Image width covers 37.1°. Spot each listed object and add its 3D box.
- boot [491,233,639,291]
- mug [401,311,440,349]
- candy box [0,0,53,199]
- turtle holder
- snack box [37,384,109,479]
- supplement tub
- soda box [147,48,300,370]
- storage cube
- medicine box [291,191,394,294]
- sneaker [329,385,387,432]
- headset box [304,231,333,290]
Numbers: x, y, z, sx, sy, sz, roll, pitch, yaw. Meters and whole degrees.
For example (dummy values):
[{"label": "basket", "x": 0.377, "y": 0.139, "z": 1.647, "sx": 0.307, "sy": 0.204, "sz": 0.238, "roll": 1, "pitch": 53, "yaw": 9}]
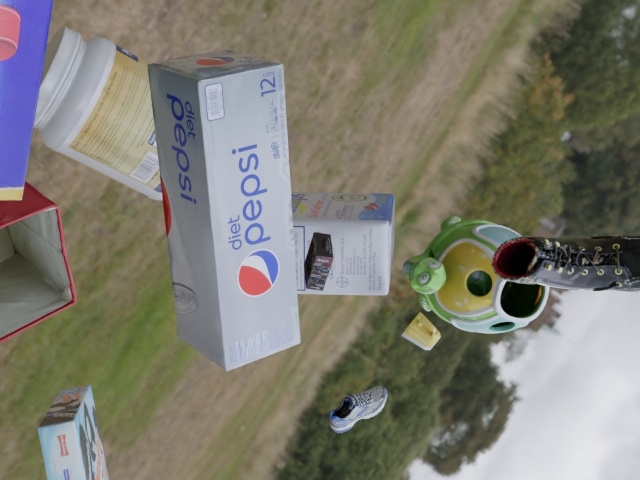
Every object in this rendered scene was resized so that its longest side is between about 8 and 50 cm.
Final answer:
[{"label": "boot", "x": 0.387, "y": 0.031, "z": 1.388, "sx": 0.179, "sy": 0.085, "sz": 0.236, "roll": 6, "pitch": 169, "yaw": -40}, {"label": "mug", "x": 0.205, "y": 0.187, "z": 1.915, "sx": 0.062, "sy": 0.064, "sz": 0.078, "roll": -52, "pitch": 171, "yaw": 7}, {"label": "candy box", "x": -0.366, "y": -0.164, "z": 0.761, "sx": 0.268, "sy": 0.122, "sz": 0.317, "roll": -2, "pitch": 150, "yaw": -24}, {"label": "turtle holder", "x": 0.332, "y": 0.067, "z": 1.992, "sx": 0.243, "sy": 0.320, "sz": 0.227, "roll": -53, "pitch": -150, "yaw": -5}, {"label": "snack box", "x": -0.394, "y": 0.355, "z": 1.548, "sx": 0.060, "sy": 0.187, "sz": 0.322, "roll": -10, "pitch": -177, "yaw": -9}, {"label": "supplement tub", "x": -0.380, "y": -0.235, "z": 1.776, "sx": 0.228, "sy": 0.316, "sz": 0.228, "roll": -42, "pitch": -147, "yaw": 35}, {"label": "soda box", "x": -0.089, "y": -0.029, "z": 0.904, "sx": 0.091, "sy": 0.098, "sz": 0.286, "roll": -19, "pitch": 118, "yaw": -33}, {"label": "storage cube", "x": -0.495, "y": 0.018, "z": 1.371, "sx": 0.215, "sy": 0.193, "sz": 0.183, "roll": -29, "pitch": 134, "yaw": -33}, {"label": "medicine box", "x": 0.000, "y": 0.000, "z": 1.904, "sx": 0.263, "sy": 0.289, "sz": 0.149, "roll": -68, "pitch": 159, "yaw": -75}, {"label": "sneaker", "x": 0.075, "y": 0.333, "z": 1.918, "sx": 0.135, "sy": 0.052, "sz": 0.058, "roll": -34, "pitch": 136, "yaw": -10}, {"label": "headset box", "x": -0.003, "y": 0.032, "z": 1.584, "sx": 0.062, "sy": 0.032, "sz": 0.083, "roll": -97, "pitch": -160, "yaw": -50}]
